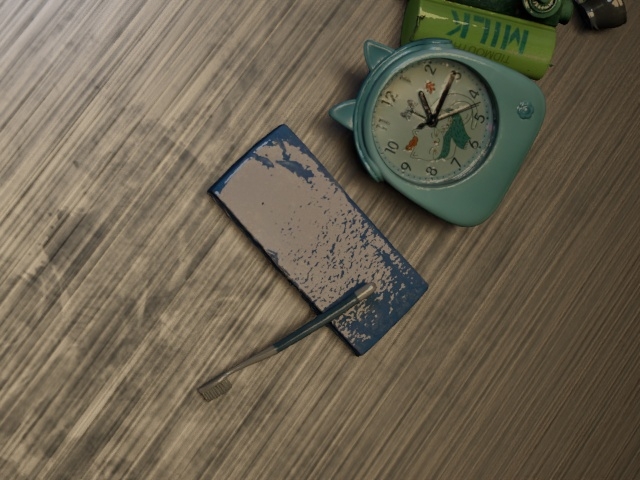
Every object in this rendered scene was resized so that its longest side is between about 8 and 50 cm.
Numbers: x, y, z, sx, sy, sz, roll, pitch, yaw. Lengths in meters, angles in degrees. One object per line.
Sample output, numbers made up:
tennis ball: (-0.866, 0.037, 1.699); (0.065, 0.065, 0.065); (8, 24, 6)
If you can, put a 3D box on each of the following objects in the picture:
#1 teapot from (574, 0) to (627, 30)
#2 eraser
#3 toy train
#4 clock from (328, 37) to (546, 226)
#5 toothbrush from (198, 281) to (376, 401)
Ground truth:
teapot: (0.405, -0.345, 1.805); (0.057, 0.066, 0.088); (-25, 72, 2)
eraser: (0.000, 0.000, 1.681); (0.144, 0.042, 0.312); (-44, 99, -12)
toy train: (0.225, -0.310, 1.736); (0.253, 0.105, 0.157); (11, 99, -15)
clock: (0.152, -0.165, 1.684); (0.274, 0.094, 0.224); (28, 97, -13)
toothbrush: (-0.041, 0.135, 1.648); (0.275, 0.019, 0.025); (-32, 102, -2)
